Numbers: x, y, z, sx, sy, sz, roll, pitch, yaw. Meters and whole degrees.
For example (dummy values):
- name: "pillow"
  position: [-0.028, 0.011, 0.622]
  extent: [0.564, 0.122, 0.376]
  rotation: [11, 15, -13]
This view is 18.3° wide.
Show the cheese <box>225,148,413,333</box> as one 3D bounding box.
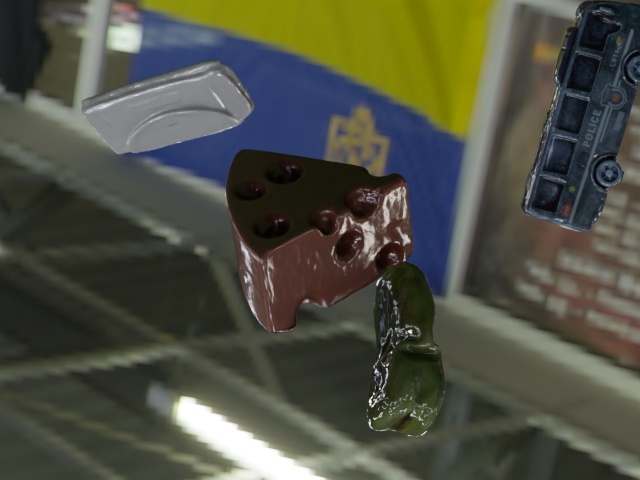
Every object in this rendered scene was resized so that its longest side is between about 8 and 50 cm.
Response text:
- name: "cheese"
  position: [-0.024, 0.011, 2.165]
  extent: [0.203, 0.128, 0.177]
  rotation: [11, -137, 19]

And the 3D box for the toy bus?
- name: "toy bus"
  position: [0.191, -0.090, 1.406]
  extent: [0.065, 0.165, 0.047]
  rotation: [15, -173, -2]

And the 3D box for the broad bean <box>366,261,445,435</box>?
- name: "broad bean"
  position: [0.093, 0.128, 2.236]
  extent: [0.072, 0.153, 0.206]
  rotation: [15, -132, -16]

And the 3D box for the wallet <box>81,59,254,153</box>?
- name: "wallet"
  position: [-0.176, -0.151, 2.305]
  extent: [0.183, 0.032, 0.124]
  rotation: [-14, 148, 14]
